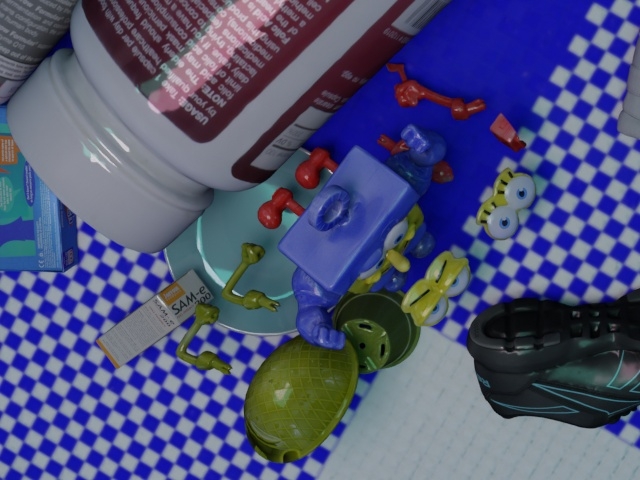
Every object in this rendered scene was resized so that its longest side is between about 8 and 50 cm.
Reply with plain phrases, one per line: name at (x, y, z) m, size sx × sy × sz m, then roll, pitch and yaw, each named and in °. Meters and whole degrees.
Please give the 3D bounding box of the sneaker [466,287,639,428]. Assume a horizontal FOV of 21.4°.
sneaker at (0.266, 0.105, 1.496) m, size 0.267 × 0.101 × 0.106 m, roll -2°, pitch 123°, yaw 11°

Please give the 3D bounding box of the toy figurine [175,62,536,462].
toy figurine at (0.000, 0.000, 1.397) m, size 0.191 × 0.217 × 0.362 m, roll 41°, pitch 93°, yaw 19°

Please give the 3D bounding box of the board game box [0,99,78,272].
board game box at (-0.338, -0.052, 1.598) m, size 0.210 × 0.047 × 0.160 m, roll 1°, pitch 102°, yaw 11°

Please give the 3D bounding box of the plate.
plate at (-0.054, -0.005, 1.562) m, size 0.188 × 0.024 × 0.188 m, roll 3°, pitch 102°, yaw 12°

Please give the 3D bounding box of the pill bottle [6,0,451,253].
pill bottle at (-0.066, -0.185, 1.423) m, size 0.392 × 0.224 × 0.224 m, roll -43°, pitch 91°, yaw 15°

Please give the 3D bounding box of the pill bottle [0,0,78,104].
pill bottle at (-0.253, -0.268, 1.477) m, size 0.161 × 0.161 × 0.283 m, roll 44°, pitch 106°, yaw 0°

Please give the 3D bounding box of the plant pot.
plant pot at (0.043, 0.086, 1.531) m, size 0.083 × 0.079 × 0.083 m, roll 2°, pitch 102°, yaw 12°

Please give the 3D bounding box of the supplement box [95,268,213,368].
supplement box at (-0.153, 0.073, 1.563) m, size 0.098 × 0.062 × 0.036 m, roll -35°, pitch 92°, yaw 38°

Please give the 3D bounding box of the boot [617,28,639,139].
boot at (0.382, -0.105, 1.426) m, size 0.258 × 0.095 × 0.123 m, roll 20°, pitch 111°, yaw 16°
